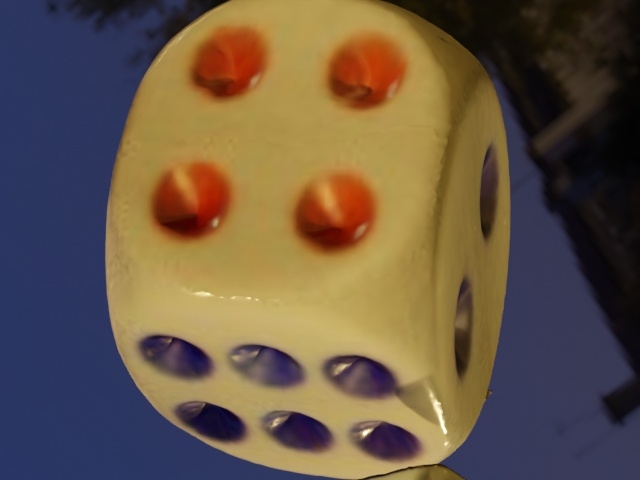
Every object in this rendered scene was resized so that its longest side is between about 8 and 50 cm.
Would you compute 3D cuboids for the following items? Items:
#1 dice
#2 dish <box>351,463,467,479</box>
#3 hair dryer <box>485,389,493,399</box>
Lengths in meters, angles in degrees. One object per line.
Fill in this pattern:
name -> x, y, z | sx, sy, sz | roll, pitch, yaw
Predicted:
dice -> 0.000, 0.000, 1.599 | 0.304, 0.277, 0.304 | 74, -154, -56
dish -> 0.035, 0.234, 1.266 | 0.182, 0.243, 0.080 | 37, -130, -34
hair dryer -> 0.068, 0.143, 1.988 | 0.235, 0.271, 0.091 | 55, -135, -27
